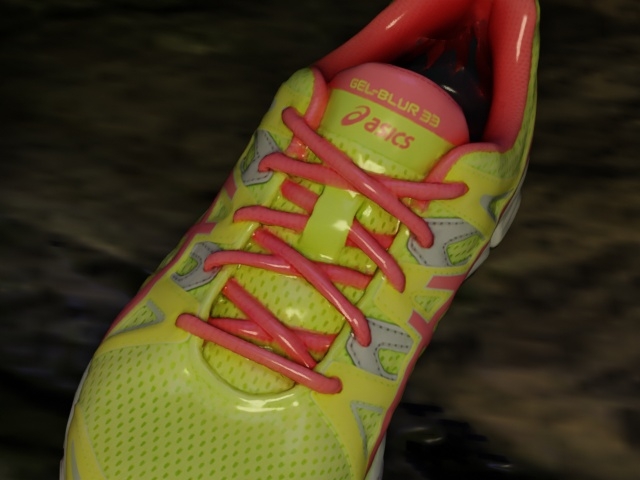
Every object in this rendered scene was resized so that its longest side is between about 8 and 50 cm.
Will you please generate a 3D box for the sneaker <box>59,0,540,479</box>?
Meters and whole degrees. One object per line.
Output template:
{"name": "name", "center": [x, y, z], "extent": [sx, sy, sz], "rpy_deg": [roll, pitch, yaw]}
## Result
{"name": "sneaker", "center": [0.000, 0.000, 0.454], "extent": [0.081, 0.094, 0.208], "rpy_deg": [25, 50, 6]}
